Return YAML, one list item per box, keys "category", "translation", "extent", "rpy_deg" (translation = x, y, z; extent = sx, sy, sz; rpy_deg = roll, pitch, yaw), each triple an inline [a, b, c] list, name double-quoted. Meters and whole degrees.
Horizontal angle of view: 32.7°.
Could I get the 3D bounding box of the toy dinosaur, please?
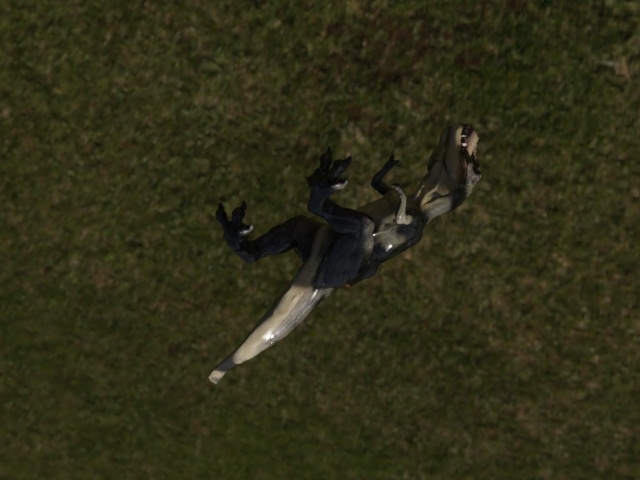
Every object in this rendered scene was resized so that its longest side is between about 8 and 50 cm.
- category: "toy dinosaur"
  translation: [0.000, 0.000, 0.758]
  extent: [0.268, 0.064, 0.118]
  rpy_deg: [-39, 134, 6]
